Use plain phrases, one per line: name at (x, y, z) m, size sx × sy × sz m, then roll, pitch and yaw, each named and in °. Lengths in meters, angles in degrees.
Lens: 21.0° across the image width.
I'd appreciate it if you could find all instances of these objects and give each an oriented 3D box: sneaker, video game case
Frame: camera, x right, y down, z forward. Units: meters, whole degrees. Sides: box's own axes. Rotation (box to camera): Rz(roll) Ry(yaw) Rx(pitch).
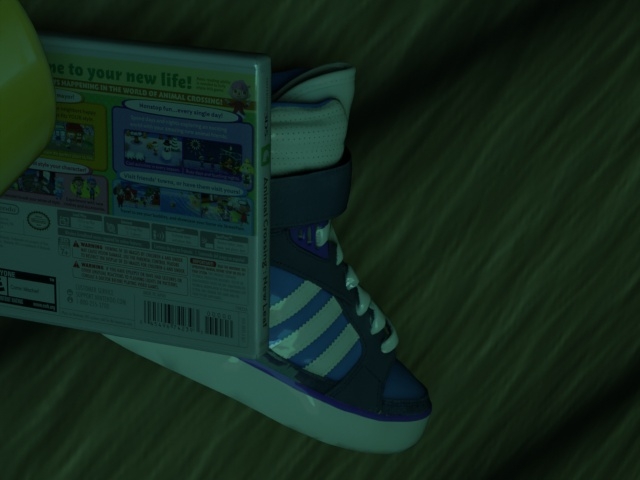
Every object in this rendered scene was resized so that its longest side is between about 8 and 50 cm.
sneaker at (0.000, 0.000, 1.217) m, size 0.322 × 0.130 × 0.236 m, roll 26°, pitch 100°, yaw -31°
video game case at (-0.131, -0.032, 1.089) m, size 0.023 × 0.212 × 0.193 m, roll -38°, pitch 132°, yaw -61°

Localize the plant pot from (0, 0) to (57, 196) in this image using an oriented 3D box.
plant pot at (-0.289, -0.059, 0.960) m, size 0.239 × 0.254 × 0.254 m, roll -39°, pitch 126°, yaw -33°
